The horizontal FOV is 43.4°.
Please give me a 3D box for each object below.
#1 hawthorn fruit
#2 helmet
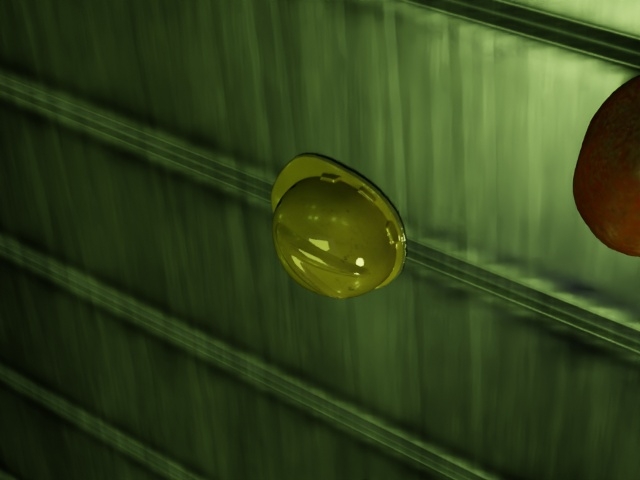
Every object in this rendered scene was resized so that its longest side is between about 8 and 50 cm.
[{"bbox_3d":[0.403,-0.069,0.949,0.211,0.210,0.262,30,149,16],"label":"hawthorn fruit"},{"bbox_3d":[0.000,0.000,1.257,0.257,0.140,0.205,41,127,4],"label":"helmet"}]
